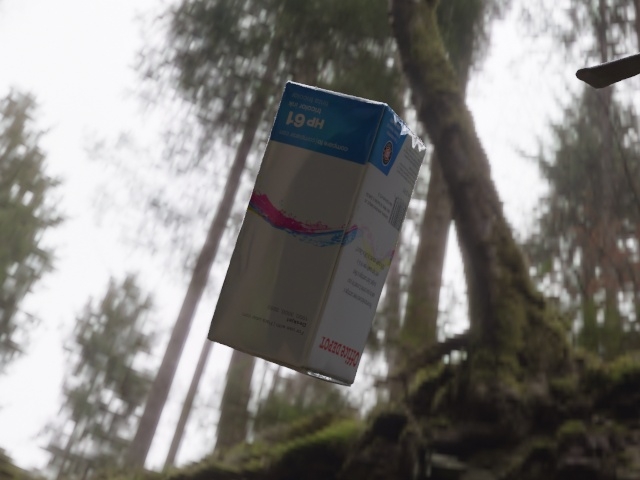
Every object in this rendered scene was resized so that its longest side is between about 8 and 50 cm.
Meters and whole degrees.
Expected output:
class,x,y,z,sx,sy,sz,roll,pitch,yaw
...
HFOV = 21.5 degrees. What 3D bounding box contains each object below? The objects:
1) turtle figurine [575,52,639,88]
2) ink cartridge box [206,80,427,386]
class,x,y,z,sx,sy,sz,roll,pitch,yaw
turtle figurine,0.270,-0.136,0.759,0.266,0.274,0.197,21,-45,4
ink cartridge box,0.000,0.000,0.767,0.052,0.088,0.122,15,-96,17
